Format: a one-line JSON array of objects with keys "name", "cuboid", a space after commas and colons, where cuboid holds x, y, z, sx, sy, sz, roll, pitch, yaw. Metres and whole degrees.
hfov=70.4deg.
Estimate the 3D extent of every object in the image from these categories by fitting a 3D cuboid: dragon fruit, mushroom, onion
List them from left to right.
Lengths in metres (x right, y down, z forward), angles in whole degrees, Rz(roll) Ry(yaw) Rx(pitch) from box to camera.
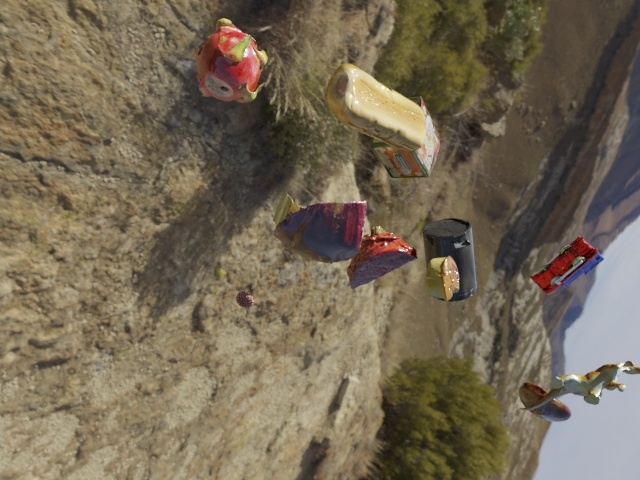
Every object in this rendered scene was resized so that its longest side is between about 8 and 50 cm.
[{"name": "dragon fruit", "cuboid": [-0.274, -0.544, 1.402, 0.227, 0.224, 0.224, -65, 155, -18]}, {"name": "onion", "cuboid": [0.000, 0.000, 1.415, 0.280, 0.146, 0.314, -9, 161, -15]}, {"name": "dragon fruit", "cuboid": [0.209, 0.034, 1.865, 0.317, 0.205, 0.152, -30, 134, 16]}, {"name": "mushroom", "cuboid": [0.508, 0.376, 1.037, 0.052, 0.123, 0.123, -49, 150, -16]}]

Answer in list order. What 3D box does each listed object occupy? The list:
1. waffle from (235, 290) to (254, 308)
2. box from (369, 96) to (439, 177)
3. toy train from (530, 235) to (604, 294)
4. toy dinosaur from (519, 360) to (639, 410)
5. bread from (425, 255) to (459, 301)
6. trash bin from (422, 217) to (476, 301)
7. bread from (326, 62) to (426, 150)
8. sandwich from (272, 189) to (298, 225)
[{"name": "waffle", "cuboid": [-0.322, 0.255, 1.931, 0.075, 0.083, 0.029, -50, -176, 31]}, {"name": "box", "cuboid": [0.277, -0.324, 1.457, 0.195, 0.148, 0.178, 42, 59, -50]}, {"name": "toy train", "cuboid": [0.804, 0.088, 1.476, 0.131, 0.083, 0.204, 21, 119, -43]}, {"name": "toy dinosaur", "cuboid": [0.503, 0.274, 0.879, 0.142, 0.057, 0.212, -3, 163, -47]}, {"name": "bread", "cuboid": [0.370, 0.110, 1.370, 0.156, 0.086, 0.125, -11, 96, -60]}, {"name": "trash bin", "cuboid": [0.536, 0.074, 1.893, 0.202, 0.252, 0.302, -19, 115, -12]}, {"name": "bread", "cuboid": [0.139, -0.308, 1.098, 0.305, 0.091, 0.142, 14, 74, -41]}, {"name": "sandwich", "cuboid": [-0.085, -0.096, 1.857, 0.187, 0.117, 0.144, 19, 109, -31]}]
